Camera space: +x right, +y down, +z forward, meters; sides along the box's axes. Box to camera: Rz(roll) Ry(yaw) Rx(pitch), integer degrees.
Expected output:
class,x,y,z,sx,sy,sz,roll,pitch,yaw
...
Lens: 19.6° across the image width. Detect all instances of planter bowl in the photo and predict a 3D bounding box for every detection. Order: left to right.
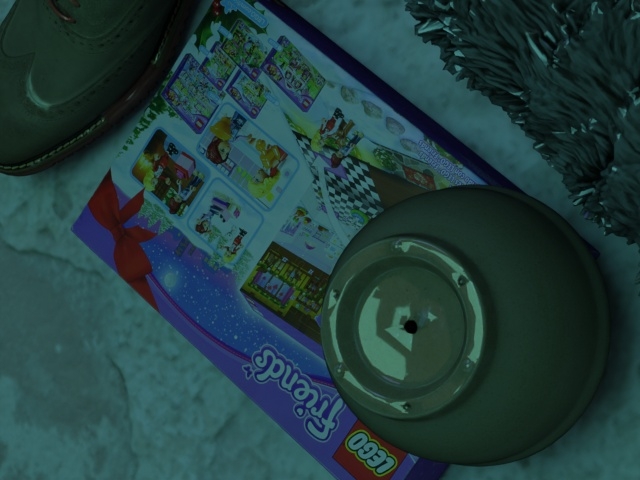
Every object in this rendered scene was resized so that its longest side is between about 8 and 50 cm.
class,x,y,z,sx,sy,sz,roll,pitch,yaw
planter bowl,0.065,0.046,1.016,0.162,0.109,0.162,-1,87,27

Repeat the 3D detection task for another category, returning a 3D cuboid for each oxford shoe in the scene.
class,x,y,z,sx,sy,sz,roll,pitch,yaw
oxford shoe,-0.144,-0.186,1.199,0.123,0.130,0.348,47,110,23

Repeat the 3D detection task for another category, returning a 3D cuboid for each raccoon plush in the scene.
class,x,y,z,sx,sy,sz,roll,pitch,yaw
raccoon plush,0.129,-0.064,0.879,0.216,0.446,0.299,-47,45,38

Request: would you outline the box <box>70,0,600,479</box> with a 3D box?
class,x,y,z,sx,sy,sz,roll,pitch,yaw
box,0.000,0.000,1.150,0.293,0.057,0.201,41,106,25
